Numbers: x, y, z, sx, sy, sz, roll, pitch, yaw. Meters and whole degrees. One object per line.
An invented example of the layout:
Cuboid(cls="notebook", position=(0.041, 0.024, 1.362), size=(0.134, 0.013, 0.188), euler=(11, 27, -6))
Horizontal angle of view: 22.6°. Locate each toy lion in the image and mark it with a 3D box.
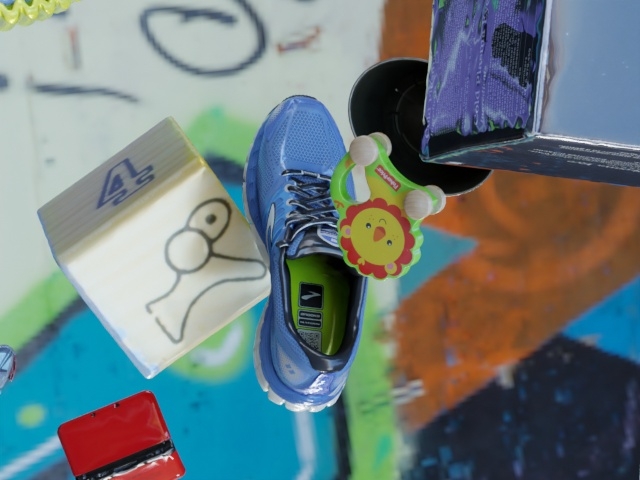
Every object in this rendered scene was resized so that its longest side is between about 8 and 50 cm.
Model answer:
Cuboid(cls="toy lion", position=(0.045, -0.022, 1.282), size=(0.100, 0.034, 0.096), euler=(46, -63, 13))

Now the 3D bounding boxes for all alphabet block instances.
Cuboid(cls="alphabet block", position=(-0.184, 0.005, 1.829), size=(0.192, 0.197, 0.193), euler=(57, -3, -27))

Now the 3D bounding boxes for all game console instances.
Cuboid(cls="game console", position=(-0.275, 0.294, 2.228), size=(0.124, 0.144, 0.085), euler=(75, -8, -54))

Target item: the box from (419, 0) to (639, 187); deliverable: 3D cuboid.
Cuboid(cls="box", position=(0.281, -0.134, 1.217), size=(0.312, 0.343, 0.179), euler=(176, -80, -79))

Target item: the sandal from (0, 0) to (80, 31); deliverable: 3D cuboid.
Cuboid(cls="sandal", position=(-0.423, -0.310, 1.909), size=(0.126, 0.317, 0.138), euler=(-7, -84, 62))

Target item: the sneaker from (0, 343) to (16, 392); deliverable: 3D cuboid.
Cuboid(cls="sneaker", position=(-0.521, 0.113, 2.142), size=(0.262, 0.125, 0.104), euler=(39, -10, -10))

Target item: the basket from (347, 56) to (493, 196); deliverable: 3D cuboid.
Cuboid(cls="basket", position=(0.147, -0.155, 2.090), size=(0.154, 0.204, 0.227), euler=(-56, 176, 12))

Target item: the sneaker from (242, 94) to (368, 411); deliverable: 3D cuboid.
Cuboid(cls="sneaker", position=(0.000, 0.000, 1.631), size=(0.147, 0.129, 0.330), euler=(133, -45, -63))
